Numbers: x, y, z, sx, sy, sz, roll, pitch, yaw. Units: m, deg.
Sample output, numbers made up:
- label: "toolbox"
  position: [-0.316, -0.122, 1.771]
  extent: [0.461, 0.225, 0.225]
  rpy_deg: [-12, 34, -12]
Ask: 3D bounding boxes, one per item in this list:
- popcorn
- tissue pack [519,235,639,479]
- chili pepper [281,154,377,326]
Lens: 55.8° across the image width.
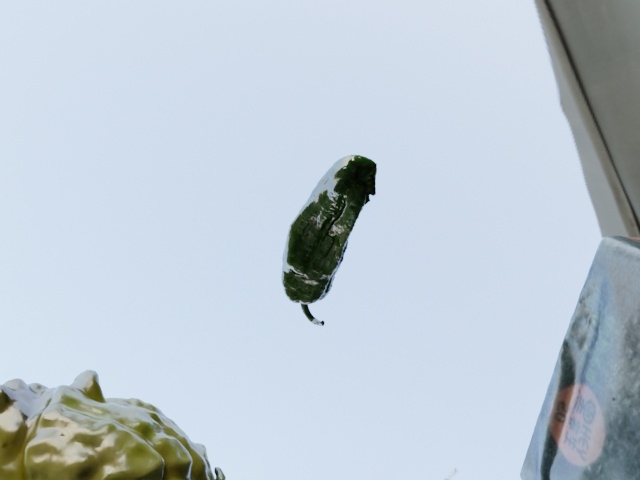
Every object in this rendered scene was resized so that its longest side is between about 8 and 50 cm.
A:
- label: "popcorn"
  position: [-0.185, 0.223, 0.439]
  extent: [0.237, 0.251, 0.205]
  rpy_deg: [-18, -41, -2]
- label: "tissue pack"
  position: [0.268, 0.149, 0.354]
  extent: [0.103, 0.315, 0.227]
  rpy_deg: [6, -74, -19]
- label: "chili pepper"
  position: [0.005, -0.001, 0.818]
  extent: [0.100, 0.074, 0.256]
  rpy_deg: [27, -53, 9]
